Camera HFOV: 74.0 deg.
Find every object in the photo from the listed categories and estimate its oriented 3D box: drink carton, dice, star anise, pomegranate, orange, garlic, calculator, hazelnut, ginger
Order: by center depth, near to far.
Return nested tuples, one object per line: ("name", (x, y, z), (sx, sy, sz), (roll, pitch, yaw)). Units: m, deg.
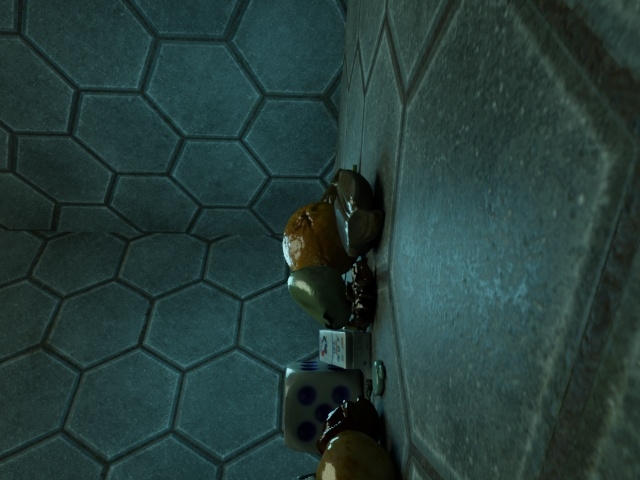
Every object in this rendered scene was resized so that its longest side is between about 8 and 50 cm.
("pomegranate", (0.089, 0.576, 1.044), (0.207, 0.207, 0.207), (-179, 90, -88))
("hazelnut", (0.090, 0.554, 1.237), (0.201, 0.160, 0.170), (-39, -22, -56))
("calculator", (0.169, 0.406, 1.257), (0.153, 0.021, 0.095), (88, -179, -58))
("garlic", (0.119, -0.084, 1.402), (0.325, 0.132, 0.279), (-98, 9, -62))
("star anise", (0.130, 0.178, 1.431), (0.214, 0.098, 0.220), (99, 172, -60))
("drink carton", (0.087, 0.401, 1.599), (0.315, 0.106, 0.131), (148, 123, -70))
("dice", (0.008, 0.658, 1.718), (0.277, 0.304, 0.304), (110, 161, -84))
("orange", (0.000, 0.000, 1.757), (0.293, 0.340, 0.341), (51, -155, -37))
("ginger", (0.072, -0.202, 1.907), (0.263, 0.109, 0.116), (-60, 3, 7))

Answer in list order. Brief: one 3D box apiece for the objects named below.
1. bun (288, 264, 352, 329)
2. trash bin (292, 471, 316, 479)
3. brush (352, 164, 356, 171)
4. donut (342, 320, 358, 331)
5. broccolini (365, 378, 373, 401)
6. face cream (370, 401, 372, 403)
("bun", (0.018, 0.192, 1.578), (0.179, 0.283, 0.283), (-44, -16, -19))
("trash bin", (0.040, 0.798, 1.083), (0.368, 0.295, 0.256), (-130, 33, -75))
("brush", (0.159, -0.312, 1.982), (0.021, 0.018, 0.083), (60, -150, -74))
("donut", (0.124, 0.429, 1.839), (0.166, 0.073, 0.184), (-97, 10, -66))
("broccolini", (0.162, 0.515, 1.395), (0.035, 0.030, 0.140), (-105, 13, -66))
("face cream", (0.156, 0.594, 1.388), (0.034, 0.034, 0.130), (-107, 19, -84))
